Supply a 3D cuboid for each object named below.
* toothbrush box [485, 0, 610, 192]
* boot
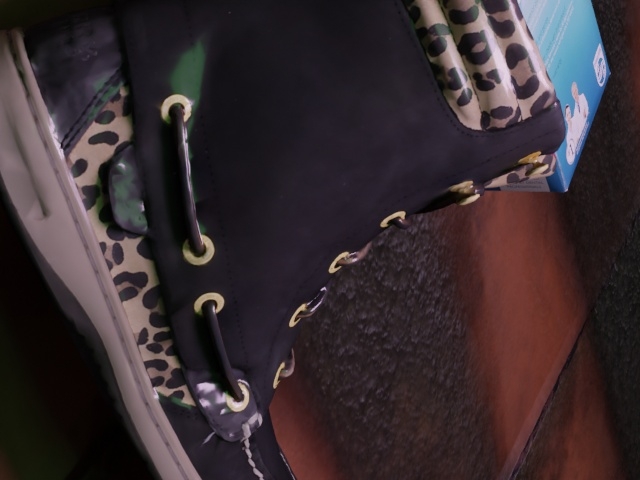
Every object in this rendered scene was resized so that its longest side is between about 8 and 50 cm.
[{"bbox_3d":[0.040,-0.176,0.867,0.296,0.216,0.126,62,41,-40],"label":"toothbrush box"},{"bbox_3d":[0.000,0.000,0.765,0.138,0.284,0.377,-120,-174,-60],"label":"boot"}]
